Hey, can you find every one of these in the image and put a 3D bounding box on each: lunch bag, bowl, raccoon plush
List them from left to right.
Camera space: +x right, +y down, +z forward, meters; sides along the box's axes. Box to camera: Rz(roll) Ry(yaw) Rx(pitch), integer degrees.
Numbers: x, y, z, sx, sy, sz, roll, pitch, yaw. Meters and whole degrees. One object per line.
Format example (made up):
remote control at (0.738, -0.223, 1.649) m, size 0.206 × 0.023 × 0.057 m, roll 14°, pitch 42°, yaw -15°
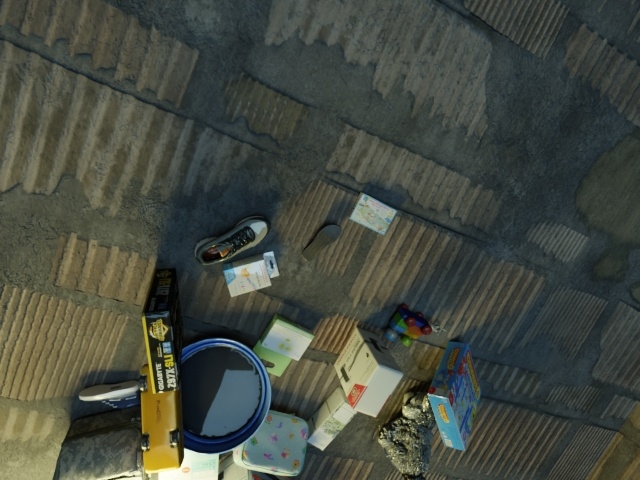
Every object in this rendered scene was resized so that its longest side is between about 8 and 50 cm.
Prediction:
lunch bag at (-0.723, 0.743, 1.389) m, size 0.306 × 0.256 × 0.212 m, roll -8°, pitch 110°, yaw -13°
bowl at (-0.372, 0.539, 1.433) m, size 0.392 × 0.077 × 0.390 m, roll 1°, pitch 82°, yaw -9°
lunch bag at (-0.184, 0.778, 1.578) m, size 0.279 × 0.223 × 0.108 m, roll 26°, pitch 143°, yaw -23°
raccoon plush at (0.455, 0.853, 1.682) m, size 0.299 × 0.446 × 0.216 m, roll -40°, pitch 157°, yaw 15°

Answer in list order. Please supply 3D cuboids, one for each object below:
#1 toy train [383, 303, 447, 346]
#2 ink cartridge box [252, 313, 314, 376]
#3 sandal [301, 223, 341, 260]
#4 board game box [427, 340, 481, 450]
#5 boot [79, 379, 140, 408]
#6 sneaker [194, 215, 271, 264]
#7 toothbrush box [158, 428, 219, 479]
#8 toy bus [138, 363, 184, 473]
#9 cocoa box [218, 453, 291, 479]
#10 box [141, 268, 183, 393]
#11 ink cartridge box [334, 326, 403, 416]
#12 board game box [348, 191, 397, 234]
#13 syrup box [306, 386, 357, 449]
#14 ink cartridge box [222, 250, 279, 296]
toy train at (0.387, 0.376, 1.650) m, size 0.248 × 0.105 × 0.143 m, roll 29°, pitch 109°, yaw -22°
ink cartridge box at (-0.157, 0.413, 1.539) m, size 0.171 × 0.056 × 0.235 m, roll 30°, pitch 97°, yaw -22°
sandal at (0.000, 0.000, 1.452) m, size 0.067 × 0.040 × 0.179 m, roll 41°, pitch 109°, yaw -18°
board game box at (0.569, 0.642, 1.694) m, size 0.302 × 0.086 × 0.308 m, roll -46°, pitch 123°, yaw -44°
boot at (-0.736, 0.555, 1.422) m, size 0.190 × 0.069 × 0.086 m, roll -3°, pitch 106°, yaw -16°
sneaker at (-0.284, 0.009, 1.338) m, size 0.272 × 0.108 × 0.100 m, roll -28°, pitch 111°, yaw -6°
toothbrush box at (-0.497, 0.795, 1.538) m, size 0.217 × 0.126 × 0.295 m, roll 3°, pitch 109°, yaw -16°
toy bus at (-0.506, 0.559, 1.305) m, size 0.108 × 0.130 × 0.332 m, roll -4°, pitch 83°, yaw -8°
cocoa box at (-0.273, 1.057, 1.630) m, size 0.231 × 0.228 × 0.347 m, roll -38°, pitch 113°, yaw 0°
box at (-0.480, 0.262, 1.254) m, size 0.080 × 0.322 × 0.256 m, roll -3°, pitch 109°, yaw -15°
ink cartridge box at (0.172, 0.486, 1.533) m, size 0.114 × 0.273 × 0.196 m, roll 26°, pitch 100°, yaw -18°
board game box at (0.190, -0.097, 1.471) m, size 0.154 × 0.026 × 0.103 m, roll 24°, pitch 101°, yaw -21°
syrup box at (0.041, 0.736, 1.677) m, size 0.093 × 0.096 × 0.237 m, roll 39°, pitch 95°, yaw -21°
ink cartridge box at (-0.237, 0.115, 1.410) m, size 0.182 × 0.061 × 0.104 m, roll -16°, pitch 112°, yaw -10°
